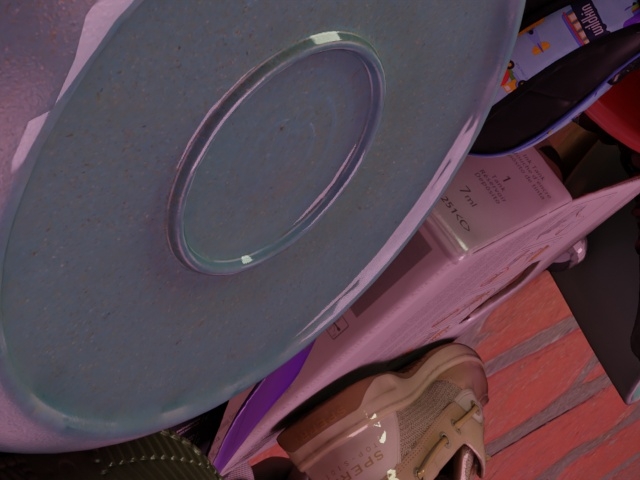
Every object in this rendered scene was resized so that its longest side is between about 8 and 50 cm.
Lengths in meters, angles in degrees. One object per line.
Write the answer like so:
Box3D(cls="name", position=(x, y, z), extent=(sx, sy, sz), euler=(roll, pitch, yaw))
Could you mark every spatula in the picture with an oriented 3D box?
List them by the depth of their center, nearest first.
Box3D(cls="spatula", position=(0.000, 0.000, 0.779), extent=(0.084, 0.030, 0.296), euler=(112, -2, -53))

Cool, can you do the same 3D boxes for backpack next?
Box3D(cls="backpack", position=(0.107, -0.136, 0.750), extent=(0.173, 0.158, 0.117), euler=(-42, 179, 29))

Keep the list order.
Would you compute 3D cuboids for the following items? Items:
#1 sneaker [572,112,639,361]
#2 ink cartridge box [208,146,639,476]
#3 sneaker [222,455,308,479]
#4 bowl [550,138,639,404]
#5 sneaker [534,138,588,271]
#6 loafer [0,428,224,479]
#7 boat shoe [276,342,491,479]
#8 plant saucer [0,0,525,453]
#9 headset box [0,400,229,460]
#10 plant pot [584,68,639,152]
Box3D(cls="sneaker", position=(0.231, -0.054, 1.049), extent=(0.106, 0.163, 0.281), euler=(77, 33, -72))
Box3D(cls="ink cartridge box", position=(0.060, 0.036, 0.971), extent=(0.261, 0.066, 0.296), euler=(-22, 163, -49))
Box3D(cls="sneaker", position=(-0.121, 0.206, 1.011), extent=(0.330, 0.122, 0.146), euler=(7, 106, -60))
Box3D(cls="bowl", position=(0.314, -0.024, 1.235), extent=(0.311, 0.163, 0.311), euler=(-41, 163, -16))
Box3D(cls="sneaker", position=(0.124, -0.010, 1.090), extent=(0.132, 0.086, 0.228), euler=(-36, 150, 0))
Box3D(cls="loafer", position=(-0.102, 0.115, 0.609), extent=(0.148, 0.056, 0.050), euler=(3, 130, -49))
Box3D(cls="boat shoe", position=(0.068, 0.146, 1.026), extent=(0.109, 0.098, 0.302), euler=(-38, 168, 16))
Box3D(cls="plant saucer", position=(-0.025, -0.038, 0.512), extent=(0.318, 0.044, 0.317), euler=(-36, 150, -24))
Box3D(cls="headset box", position=(-0.158, 0.053, 0.644), extent=(0.246, 0.131, 0.283), euler=(-26, 151, -38))
Box3D(cls="plant pot", position=(0.288, -0.178, 0.863), extent=(0.275, 0.275, 0.243), euler=(-55, 165, 22))
